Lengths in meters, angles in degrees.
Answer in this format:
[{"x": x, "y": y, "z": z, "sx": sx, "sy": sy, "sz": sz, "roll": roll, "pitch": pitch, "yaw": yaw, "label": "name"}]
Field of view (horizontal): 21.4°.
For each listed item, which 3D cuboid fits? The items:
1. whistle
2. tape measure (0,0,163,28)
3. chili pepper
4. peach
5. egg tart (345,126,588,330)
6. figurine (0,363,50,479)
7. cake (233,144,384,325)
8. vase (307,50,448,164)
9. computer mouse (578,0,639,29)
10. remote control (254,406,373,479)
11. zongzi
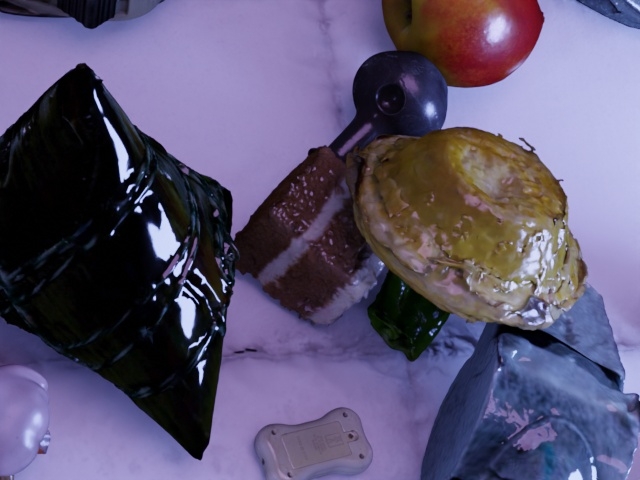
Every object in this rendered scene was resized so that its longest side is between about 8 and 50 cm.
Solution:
[{"x": 0.235, "y": 0.155, "z": 1.797, "sx": 0.168, "sy": 0.188, "sz": 0.405, "roll": 24, "pitch": 55, "yaw": -7, "label": "whistle"}, {"x": -0.260, "y": -0.335, "z": 1.926, "sx": 0.231, "sy": 0.133, "sz": 0.271, "roll": 23, "pitch": 57, "yaw": 1, "label": "tape measure"}, {"x": 0.130, "y": 0.017, "z": 1.904, "sx": 0.099, "sy": 0.083, "sz": 0.253, "roll": 29, "pitch": 60, "yaw": -8, "label": "chili pepper"}, {"x": 0.174, "y": -0.279, "z": 2.026, "sx": 0.192, "sy": 0.190, "sz": 0.190, "roll": -14, "pitch": 68, "yaw": -34, "label": "peach"}, {"x": 0.167, "y": -0.032, "z": 1.775, "sx": 0.295, "sy": 0.116, "sz": 0.295, "roll": 21, "pitch": 37, "yaw": -17, "label": "egg tart"}, {"x": -0.334, "y": 0.154, "z": 1.627, "sx": 0.137, "sy": 0.112, "sz": 0.229, "roll": -27, "pitch": 64, "yaw": -26, "label": "figurine"}, {"x": 0.000, "y": 0.000, "z": 1.834, "sx": 0.147, "sy": 0.134, "sz": 0.135, "roll": 42, "pitch": 52, "yaw": -8, "label": "cake"}, {"x": 0.063, "y": -0.136, "z": 1.955, "sx": 0.120, "sy": 0.120, "sz": 0.183, "roll": 44, "pitch": 73, "yaw": 6, "label": "vase"}, {"x": 0.355, "y": -0.413, "z": 2.219, "sx": 0.374, "sy": 0.114, "sz": 0.203, "roll": 28, "pitch": 54, "yaw": -6, "label": "computer mouse"}, {"x": -0.007, "y": 0.218, "z": 1.760, "sx": 0.122, "sy": 0.032, "sz": 0.074, "roll": -9, "pitch": 65, "yaw": -27, "label": "remote control"}, {"x": -0.279, "y": 0.008, "z": 1.692, "sx": 0.383, "sy": 0.362, "sz": 0.319, "roll": 52, "pitch": 32, "yaw": -43, "label": "zongzi"}]
